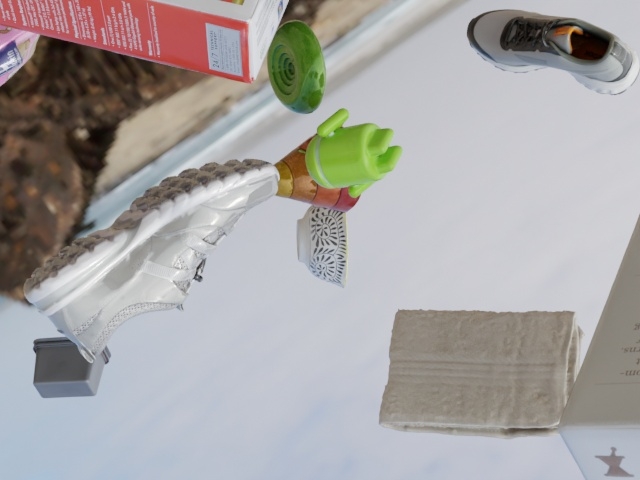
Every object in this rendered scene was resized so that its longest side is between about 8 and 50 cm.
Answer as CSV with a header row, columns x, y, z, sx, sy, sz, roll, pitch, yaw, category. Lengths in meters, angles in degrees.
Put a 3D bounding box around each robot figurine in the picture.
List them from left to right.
x,y,z,sx,sy,sz,roll,pitch,yaw,category
0.033,-0.095,1.407,0.115,0.101,0.067,-9,-143,32,robot figurine

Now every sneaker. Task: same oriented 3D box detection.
x,y,z,sx,sy,sz,roll,pitch,yaw,category
-0.156,0.013,1.268,0.281,0.115,0.105,-33,-161,-11,sneaker
0.342,-0.302,1.867,0.108,0.271,0.100,37,74,-59,sneaker

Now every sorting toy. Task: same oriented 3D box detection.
x,y,z,sx,sy,sz,roll,pitch,yaw,category
-0.066,-0.198,1.646,0.126,0.366,0.127,-14,168,-29,sorting toy

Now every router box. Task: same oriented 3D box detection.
x,y,z,sx,sy,sz,roll,pitch,yaw,category
-0.152,-0.325,1.145,0.082,0.301,0.335,91,16,-58,router box

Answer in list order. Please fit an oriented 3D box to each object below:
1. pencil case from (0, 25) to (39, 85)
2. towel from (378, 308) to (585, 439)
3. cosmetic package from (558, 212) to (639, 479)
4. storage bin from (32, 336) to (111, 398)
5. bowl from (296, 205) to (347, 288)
x,y,z,sx,sy,sz,roll,pitch,yaw,category
-0.435,-0.294,1.175,0.160,0.386,0.167,-39,-166,9,pencil case
0.231,0.186,1.781,0.282,0.049,0.187,1,-119,18,towel
0.501,0.159,1.307,0.329,0.327,0.394,-6,-143,38,cosmetic package
-0.458,0.238,2.272,0.135,0.098,0.091,-3,-128,8,storage bin
0.000,0.000,2.157,0.080,0.170,0.170,-2,-176,-4,bowl
